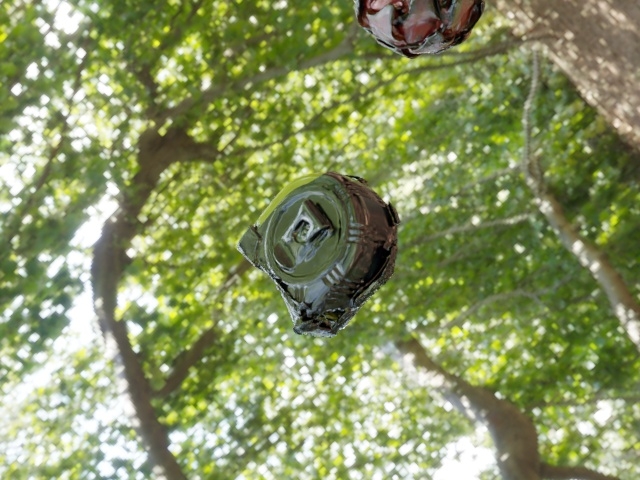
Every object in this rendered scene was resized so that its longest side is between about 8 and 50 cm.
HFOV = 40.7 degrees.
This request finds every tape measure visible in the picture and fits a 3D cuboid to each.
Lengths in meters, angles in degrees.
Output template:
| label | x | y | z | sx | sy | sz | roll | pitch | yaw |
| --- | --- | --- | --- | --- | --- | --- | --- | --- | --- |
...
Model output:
| label | x | y | z | sx | sy | sz | roll | pitch | yaw |
| --- | --- | --- | --- | --- | --- | --- | --- | --- | --- |
| tape measure | 0.000 | 0.000 | 1.080 | 0.112 | 0.186 | 0.199 | 21 | -156 | -53 |

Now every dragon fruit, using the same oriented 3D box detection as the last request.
| label | x | y | z | sx | sy | sz | roll | pitch | yaw |
| --- | --- | --- | --- | --- | --- | --- | --- | --- | --- |
| dragon fruit | 0.128 | -0.326 | 1.128 | 0.182 | 0.182 | 0.189 | 52 | 176 | 39 |
